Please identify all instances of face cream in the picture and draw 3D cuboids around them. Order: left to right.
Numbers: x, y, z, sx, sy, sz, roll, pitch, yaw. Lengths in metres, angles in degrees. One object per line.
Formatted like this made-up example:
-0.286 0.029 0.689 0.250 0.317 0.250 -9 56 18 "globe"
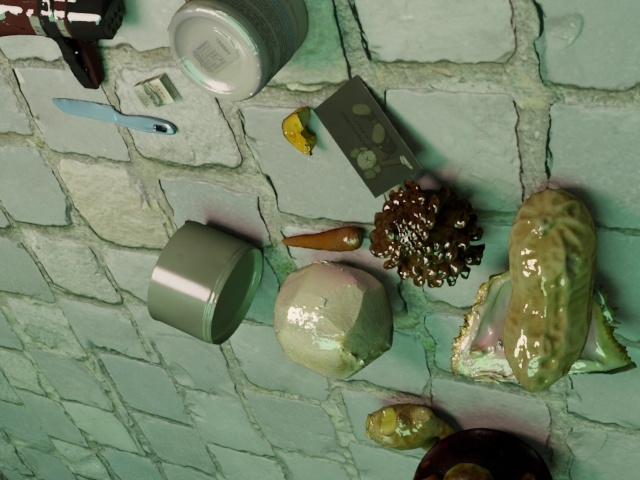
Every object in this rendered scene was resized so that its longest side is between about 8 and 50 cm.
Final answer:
-0.129 -0.328 1.347 0.177 0.153 0.177 20 139 18 "face cream"

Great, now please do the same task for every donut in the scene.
-0.029 -0.194 1.505 0.083 0.038 0.067 42 138 -18 "donut"

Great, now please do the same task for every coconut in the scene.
0.034 0.155 1.677 0.231 0.227 0.227 16 137 22 "coconut"

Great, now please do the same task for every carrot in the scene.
0.000 0.000 1.681 0.216 0.048 0.048 -3 128 44 "carrot"

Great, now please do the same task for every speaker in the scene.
-0.520 -0.380 1.547 0.330 0.198 0.259 15 125 9 "speaker"

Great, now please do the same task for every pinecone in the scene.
0.187 -0.009 1.452 0.195 0.150 0.179 35 123 -3 "pinecone"

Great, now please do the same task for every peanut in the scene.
0.360 0.081 1.351 0.140 0.324 0.153 6 179 14 "peanut"

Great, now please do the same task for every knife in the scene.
-0.423 -0.253 1.729 0.313 0.019 0.044 13 129 24 "knife"

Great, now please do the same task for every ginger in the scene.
0.186 0.424 1.935 0.216 0.102 0.157 -17 146 38 "ginger"

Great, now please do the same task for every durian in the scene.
0.377 0.121 1.471 0.305 0.185 0.195 -2 111 26 "durian"

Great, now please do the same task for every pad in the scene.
0.077 -0.172 1.445 0.190 0.004 0.127 55 138 -2 "pad"

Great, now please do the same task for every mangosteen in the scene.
0.329 0.543 1.776 0.307 0.306 0.347 14 180 23 "mangosteen"

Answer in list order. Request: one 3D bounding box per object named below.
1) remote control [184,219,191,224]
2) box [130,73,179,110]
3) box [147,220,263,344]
-0.287 -0.009 1.882 0.034 0.016 0.091 38 143 20 "remote control"
-0.313 -0.280 1.620 0.083 0.024 0.054 -8 124 39 "box"
-0.237 0.090 1.784 0.149 0.226 0.226 22 139 14 "box"
